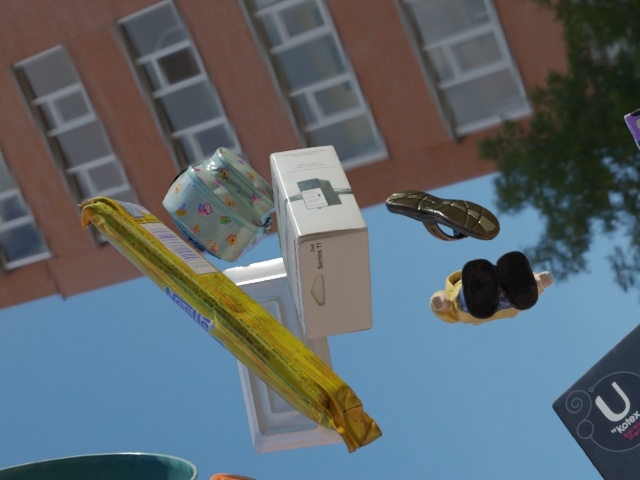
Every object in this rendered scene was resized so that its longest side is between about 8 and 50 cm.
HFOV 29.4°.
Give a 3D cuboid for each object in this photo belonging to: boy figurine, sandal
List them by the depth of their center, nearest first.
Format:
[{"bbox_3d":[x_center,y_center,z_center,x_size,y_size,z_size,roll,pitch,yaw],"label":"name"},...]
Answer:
[{"bbox_3d":[0.242,0.073,1.744,0.285,0.177,0.092,85,172,-86],"label":"boy figurine"},{"bbox_3d":[0.203,-0.031,2.035,0.090,0.219,0.060,-31,-53,-47],"label":"sandal"}]

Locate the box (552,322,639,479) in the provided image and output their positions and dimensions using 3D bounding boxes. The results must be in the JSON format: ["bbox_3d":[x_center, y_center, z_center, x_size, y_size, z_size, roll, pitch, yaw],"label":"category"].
[{"bbox_3d":[0.337,0.188,0.944,0.143,0.165,0.270,30,-159,-45],"label":"box"}]

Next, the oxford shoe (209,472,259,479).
[{"bbox_3d":[-0.043,0.316,0.986,0.130,0.132,0.363,18,-164,-20],"label":"oxford shoe"}]

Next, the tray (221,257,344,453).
[{"bbox_3d":[-0.059,0.162,1.715,0.030,0.145,0.270,-8,-94,-66],"label":"tray"}]

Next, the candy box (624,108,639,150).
[{"bbox_3d":[0.426,-0.092,1.202,0.164,0.196,0.070,65,-166,7],"label":"candy box"}]

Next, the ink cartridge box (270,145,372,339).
[{"bbox_3d":[0.000,0.000,1.491,0.208,0.087,0.153,-108,12,-56],"label":"ink cartridge box"}]

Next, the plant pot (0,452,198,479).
[{"bbox_3d":[-0.270,0.360,1.319,0.290,0.290,0.195,-10,-84,-57],"label":"plant pot"}]

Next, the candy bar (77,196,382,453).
[{"bbox_3d":[-0.039,0.031,0.507,0.161,0.018,0.040,39,-165,19],"label":"candy bar"}]

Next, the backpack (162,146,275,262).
[{"bbox_3d":[-0.152,-0.053,1.877,0.166,0.144,0.188,44,-164,-2],"label":"backpack"}]
